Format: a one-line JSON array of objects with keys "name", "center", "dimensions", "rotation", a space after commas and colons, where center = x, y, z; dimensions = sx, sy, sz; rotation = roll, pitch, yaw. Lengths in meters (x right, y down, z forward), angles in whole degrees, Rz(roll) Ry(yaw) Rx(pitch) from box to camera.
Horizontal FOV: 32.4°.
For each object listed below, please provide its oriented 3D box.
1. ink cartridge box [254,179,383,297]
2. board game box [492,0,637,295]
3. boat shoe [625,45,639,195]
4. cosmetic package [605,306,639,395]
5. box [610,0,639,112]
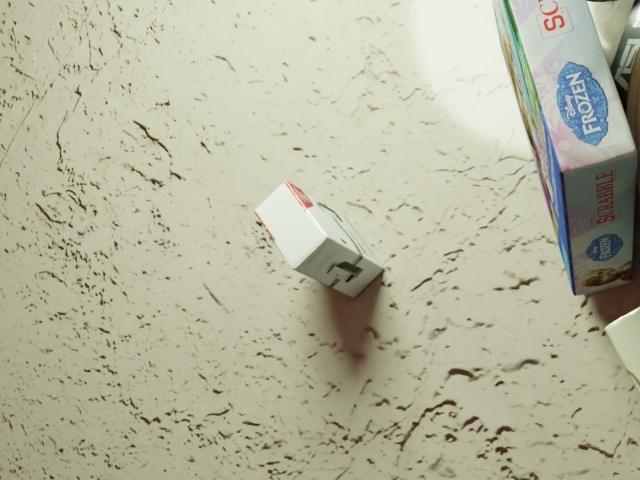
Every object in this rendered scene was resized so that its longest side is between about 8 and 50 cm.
[{"name": "ink cartridge box", "center": [0.000, 0.000, 1.270], "dimensions": [0.056, 0.135, 0.099], "rotation": [-44, 57, 13]}, {"name": "board game box", "center": [0.223, -0.146, 1.046], "dimensions": [0.065, 0.319, 0.318], "rotation": [-15, 66, 9]}, {"name": "boat shoe", "center": [0.344, -0.158, 0.944], "dimensions": [0.098, 0.109, 0.302], "rotation": [-1, 67, 52]}, {"name": "cosmetic package", "center": [0.381, 0.190, 0.934], "dimensions": [0.113, 0.160, 0.309], "rotation": [-36, 58, 22]}, {"name": "box", "center": [0.464, -0.273, 1.015], "dimensions": [0.318, 0.097, 0.395], "rotation": [18, 87, 54]}]
